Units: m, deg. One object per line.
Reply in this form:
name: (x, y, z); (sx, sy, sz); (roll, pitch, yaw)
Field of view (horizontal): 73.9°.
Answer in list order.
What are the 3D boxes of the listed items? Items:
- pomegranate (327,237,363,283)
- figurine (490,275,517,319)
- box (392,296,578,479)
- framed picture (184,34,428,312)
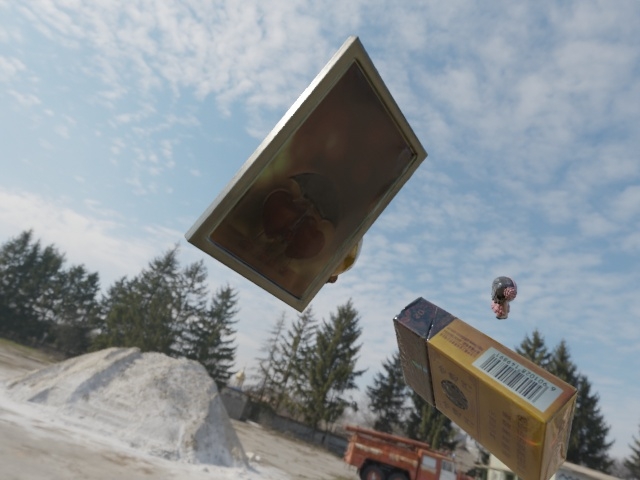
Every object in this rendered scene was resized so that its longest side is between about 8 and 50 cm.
pomegranate: (-0.002, -0.003, 0.904); (0.191, 0.191, 0.191); (15, -24, 7)
figurine: (0.435, 0.142, 1.018); (0.054, 0.072, 0.129); (0, -47, 10)
box: (0.360, 0.338, 1.006); (0.415, 0.115, 0.265); (31, -34, 48)
framed picture: (0.003, -0.063, 0.533); (0.020, 0.290, 0.211); (36, -4, 46)
